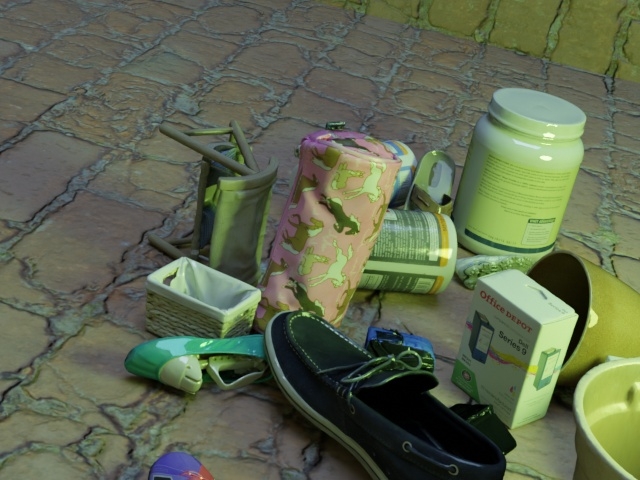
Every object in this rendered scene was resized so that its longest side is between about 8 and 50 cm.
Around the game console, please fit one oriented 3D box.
[{"bbox_3d":[0.232,0.312,1.701,0.107,0.071,0.122,-5,10,42],"label":"game console"}]

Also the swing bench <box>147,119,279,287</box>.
[{"bbox_3d":[-0.183,-0.054,1.965,0.165,0.253,0.255,-8,34,-33],"label":"swing bench"}]

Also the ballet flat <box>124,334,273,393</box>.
[{"bbox_3d":[-0.178,0.196,1.683,0.247,0.083,0.087,-2,39,-24],"label":"ballet flat"}]

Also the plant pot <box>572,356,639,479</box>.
[{"bbox_3d":[0.438,0.367,1.360,0.334,0.305,0.334,10,28,-5],"label":"plant pot"}]

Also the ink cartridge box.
[{"bbox_3d":[0.316,0.176,1.772,0.093,0.212,0.154,-11,35,-37],"label":"ink cartridge box"}]

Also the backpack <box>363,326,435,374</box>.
[{"bbox_3d":[0.130,0.194,1.789,0.120,0.098,0.101,11,24,0],"label":"backpack"}]

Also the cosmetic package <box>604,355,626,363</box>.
[{"bbox_3d":[0.561,0.314,1.691,0.224,0.138,0.224,10,26,-4],"label":"cosmetic package"}]

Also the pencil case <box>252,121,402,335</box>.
[{"bbox_3d":[0.000,0.000,1.804,0.167,0.386,0.160,31,25,28],"label":"pencil case"}]

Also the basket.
[{"bbox_3d":[-0.201,0.115,1.796,0.167,0.103,0.113,23,29,22],"label":"basket"}]

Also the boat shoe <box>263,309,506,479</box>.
[{"bbox_3d":[0.094,0.239,1.592,0.187,0.156,0.500,-2,33,-40],"label":"boat shoe"}]

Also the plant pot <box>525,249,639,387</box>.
[{"bbox_3d":[0.497,0.166,1.894,0.254,0.237,0.237,18,24,-23],"label":"plant pot"}]

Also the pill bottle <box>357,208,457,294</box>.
[{"bbox_3d":[0.107,0.015,2.049,0.278,0.162,0.162,6,28,-13],"label":"pill bottle"}]

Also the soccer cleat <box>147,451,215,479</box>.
[{"bbox_3d":[-0.140,0.356,1.351,0.109,0.116,0.318,-1,30,-23],"label":"soccer cleat"}]

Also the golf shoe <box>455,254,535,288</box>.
[{"bbox_3d":[0.352,0.049,2.192,0.176,0.069,0.086,-1,24,-26],"label":"golf shoe"}]

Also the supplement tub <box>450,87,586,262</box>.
[{"bbox_3d":[0.421,-0.138,2.287,0.235,0.324,0.235,10,28,-5],"label":"supplement tub"}]

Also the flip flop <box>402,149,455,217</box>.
[{"bbox_3d":[0.238,-0.081,2.263,0.112,0.080,0.277,20,62,-8],"label":"flip flop"}]

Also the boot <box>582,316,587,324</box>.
[{"bbox_3d":[0.556,0.140,2.114,0.207,0.090,0.248,23,21,-9],"label":"boot"}]

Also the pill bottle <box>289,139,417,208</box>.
[{"bbox_3d":[0.070,-0.129,2.319,0.272,0.152,0.152,-12,36,-38],"label":"pill bottle"}]
